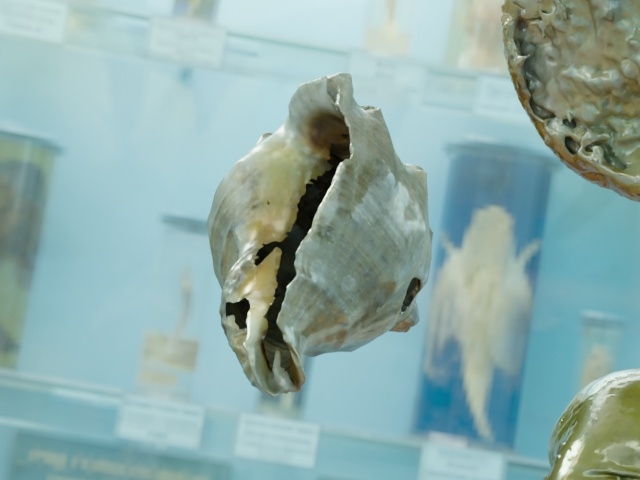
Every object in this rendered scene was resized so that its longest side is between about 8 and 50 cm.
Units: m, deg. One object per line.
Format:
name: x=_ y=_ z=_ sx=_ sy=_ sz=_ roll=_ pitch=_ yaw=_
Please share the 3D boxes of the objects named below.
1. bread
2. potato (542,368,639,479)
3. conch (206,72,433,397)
bread: x=0.269 y=-0.159 z=1.254 sx=0.274 sy=0.274 sz=0.149 roll=4 pitch=17 yaw=30
potato: x=0.230 y=0.179 z=1.172 sx=0.137 sy=0.200 sz=0.154 roll=-21 pitch=-60 yaw=30
conch: x=0.010 y=0.000 z=1.458 sx=0.186 sy=0.263 sz=0.324 roll=4 pitch=37 yaw=-13
